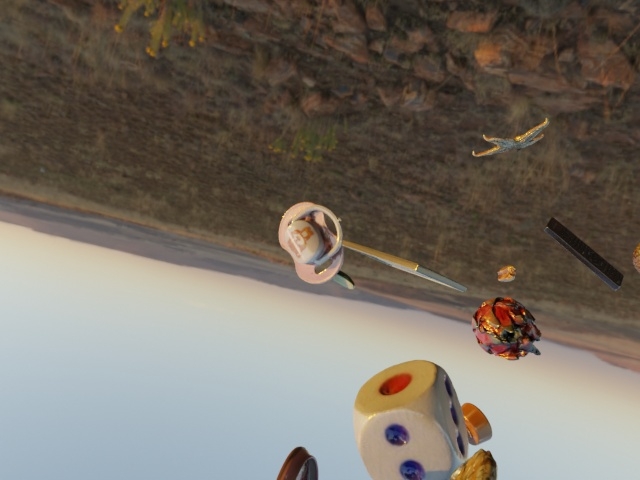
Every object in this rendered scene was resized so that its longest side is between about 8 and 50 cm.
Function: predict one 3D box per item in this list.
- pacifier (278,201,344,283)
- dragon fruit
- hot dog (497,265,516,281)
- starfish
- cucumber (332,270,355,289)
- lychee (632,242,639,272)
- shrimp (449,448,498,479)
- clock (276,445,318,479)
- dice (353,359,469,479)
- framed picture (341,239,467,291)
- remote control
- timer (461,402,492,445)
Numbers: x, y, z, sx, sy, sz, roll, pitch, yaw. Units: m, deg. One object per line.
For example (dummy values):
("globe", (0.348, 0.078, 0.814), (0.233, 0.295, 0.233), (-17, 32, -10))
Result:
("pacifier", (-0.027, 0.009, 1.994), (0.220, 0.332, 0.273), (-28, 161, -11))
("dragon fruit", (0.568, 0.271, 1.573), (0.193, 0.192, 0.274), (-17, 177, 21))
("hot dog", (0.647, 0.114, 1.758), (0.041, 0.057, 0.133), (2, 172, 0))
("starfish", (0.644, -0.336, 1.736), (0.247, 0.050, 0.138), (-16, 160, 15))
("cucumber", (0.093, 0.148, 1.959), (0.107, 0.035, 0.067), (29, 147, 28))
("lychee", (0.711, 0.038, 1.055), (0.114, 0.147, 0.114), (15, -169, -3))
("shrimp", (0.239, 0.567, 0.982), (0.071, 0.365, 0.233), (28, -179, 8))
("clock", (-0.065, 0.574, 1.103), (0.056, 0.245, 0.244), (7, 173, 18))
("dice", (0.245, 0.492, 1.371), (0.243, 0.251, 0.259), (-21, -172, 18))
("framed picture", (0.198, 0.060, 1.231), (0.192, 0.018, 0.265), (22, 178, -36))
("remote control", (0.702, 0.033, 1.362), (0.245, 0.063, 0.025), (43, 142, 9))
("timer", (0.450, 0.616, 1.639), (0.152, 0.132, 0.132), (-24, -169, -22))
